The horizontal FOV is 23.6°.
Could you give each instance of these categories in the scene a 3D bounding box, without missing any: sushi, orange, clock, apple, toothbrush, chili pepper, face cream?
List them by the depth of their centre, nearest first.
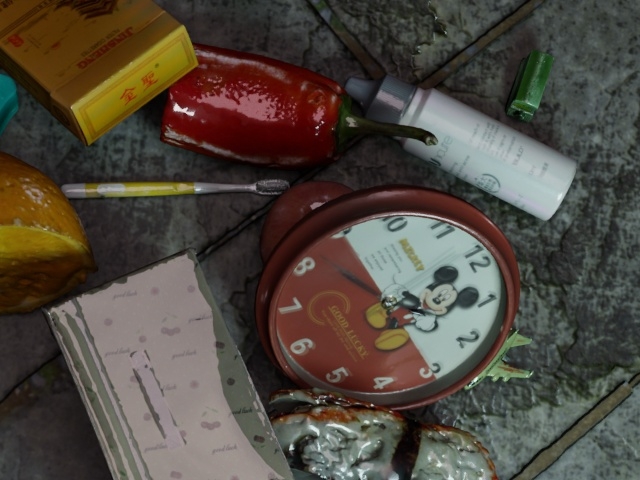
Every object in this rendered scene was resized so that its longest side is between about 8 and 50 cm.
[{"bbox_3d":[-0.441,0.008,1.752,0.310,0.274,0.274,-34,83,-20],"label":"orange"},{"bbox_3d":[0.082,0.274,1.817,0.332,0.124,0.130,18,65,-9],"label":"sushi"},{"bbox_3d":[0.079,0.070,1.817,0.319,0.318,0.080,-4,32,-6],"label":"clock"},{"bbox_3d":[0.000,0.000,1.885,0.153,0.120,0.153,2,75,-6],"label":"apple"},{"bbox_3d":[-0.027,-0.151,1.913,0.338,0.131,0.134,9,51,-2],"label":"chili pepper"},{"bbox_3d":[-0.181,-0.065,1.924,0.288,0.024,0.021,-2,79,-8],"label":"toothbrush"},{"bbox_3d":[0.171,-0.132,1.956,0.311,0.092,0.092,27,74,-2],"label":"face cream"}]

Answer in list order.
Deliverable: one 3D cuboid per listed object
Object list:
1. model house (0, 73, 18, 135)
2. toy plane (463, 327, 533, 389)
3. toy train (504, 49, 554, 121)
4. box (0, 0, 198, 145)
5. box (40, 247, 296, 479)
[{"bbox_3d":[-0.443,-0.162,1.874,0.149,0.100,0.127,-19,80,-14],"label":"model house"},{"bbox_3d":[0.214,0.147,1.920,0.102,0.040,0.111,42,76,5],"label":"toy plane"},{"bbox_3d":[0.274,-0.205,2.005,0.038,0.056,0.093,21,74,-1],"label":"toy train"},{"bbox_3d":[-0.302,-0.252,1.865,0.174,0.076,0.274,-40,56,-15],"label":"box"},{"bbox_3d":[-0.176,0.191,1.759,0.190,0.225,0.297,-21,82,-12],"label":"box"}]
